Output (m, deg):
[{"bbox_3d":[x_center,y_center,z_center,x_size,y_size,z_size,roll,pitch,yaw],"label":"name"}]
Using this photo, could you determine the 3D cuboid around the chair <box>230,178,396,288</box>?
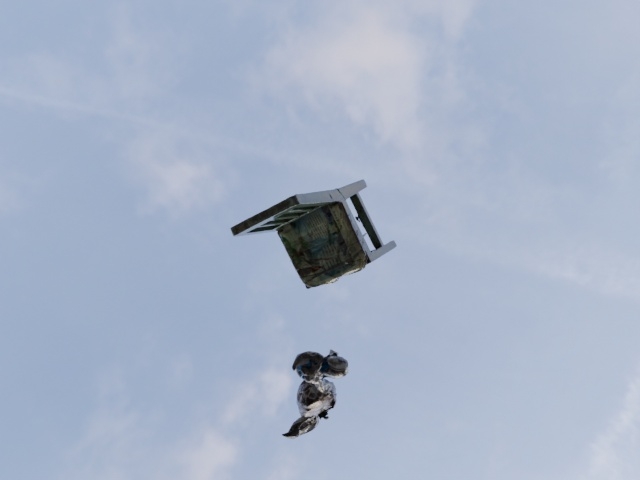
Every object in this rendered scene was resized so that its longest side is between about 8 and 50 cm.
[{"bbox_3d":[0.000,0.000,1.053,0.136,0.270,0.147,-25,-91,28],"label":"chair"}]

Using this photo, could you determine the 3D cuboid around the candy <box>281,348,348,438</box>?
[{"bbox_3d":[-0.013,0.224,0.933,0.093,0.226,0.051,-14,-128,-17],"label":"candy"}]
